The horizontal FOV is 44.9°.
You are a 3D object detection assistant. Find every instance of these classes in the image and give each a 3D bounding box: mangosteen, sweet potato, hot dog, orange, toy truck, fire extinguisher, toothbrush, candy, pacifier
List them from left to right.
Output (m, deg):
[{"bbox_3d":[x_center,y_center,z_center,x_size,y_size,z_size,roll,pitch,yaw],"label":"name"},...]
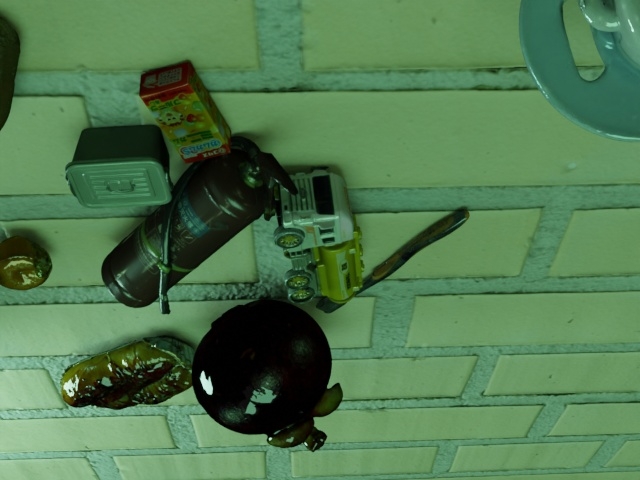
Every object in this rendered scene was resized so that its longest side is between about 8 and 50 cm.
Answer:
[{"bbox_3d":[-0.416,-0.135,0.847,0.286,0.085,0.112,-30,131,31],"label":"sweet potato"},{"bbox_3d":[-0.424,0.030,1.090,0.086,0.062,0.086,-13,138,-12],"label":"orange"},{"bbox_3d":[-0.333,0.245,1.373,0.271,0.081,0.162,-22,141,22],"label":"hot dog"},{"bbox_3d":[-0.154,-0.145,0.891,0.062,0.038,0.122,-12,143,12],"label":"candy"},{"bbox_3d":[-0.156,-0.014,0.997,0.341,0.141,0.105,-35,160,36],"label":"fire extinguisher"},{"bbox_3d":[-0.075,0.222,1.219,0.228,0.228,0.265,-30,97,31],"label":"mangosteen"},{"bbox_3d":[0.000,0.000,1.054,0.114,0.098,0.227,-8,146,1],"label":"toy truck"},{"bbox_3d":[0.105,0.038,1.173,0.031,0.023,0.321,23,136,-35],"label":"toothbrush"},{"bbox_3d":[0.330,-0.220,0.735,0.300,0.244,0.233,-15,173,6],"label":"pacifier"}]

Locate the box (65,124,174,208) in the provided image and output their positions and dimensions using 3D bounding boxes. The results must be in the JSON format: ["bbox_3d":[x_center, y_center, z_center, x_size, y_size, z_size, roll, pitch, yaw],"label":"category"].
[{"bbox_3d":[-0.239,-0.091,0.934,0.122,0.069,0.084,-3,145,0],"label":"box"}]
